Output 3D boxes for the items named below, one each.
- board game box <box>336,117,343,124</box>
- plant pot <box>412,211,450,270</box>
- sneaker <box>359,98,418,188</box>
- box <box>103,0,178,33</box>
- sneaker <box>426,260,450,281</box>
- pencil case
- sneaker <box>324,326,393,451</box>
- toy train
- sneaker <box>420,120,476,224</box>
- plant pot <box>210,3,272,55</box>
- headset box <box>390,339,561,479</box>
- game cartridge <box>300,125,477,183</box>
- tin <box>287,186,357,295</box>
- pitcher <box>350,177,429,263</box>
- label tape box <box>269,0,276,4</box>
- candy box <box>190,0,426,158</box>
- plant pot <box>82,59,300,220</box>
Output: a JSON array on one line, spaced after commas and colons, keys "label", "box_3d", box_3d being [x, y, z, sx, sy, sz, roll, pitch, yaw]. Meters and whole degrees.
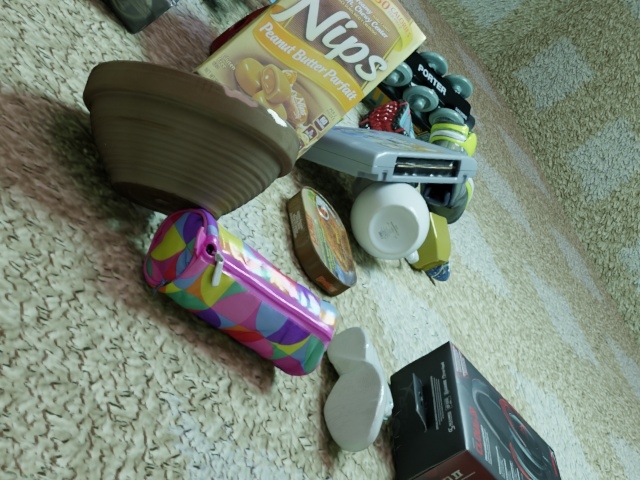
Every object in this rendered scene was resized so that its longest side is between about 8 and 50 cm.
[{"label": "board game box", "box_3d": [-0.024, -0.295, 1.869, 0.141, 0.048, 0.170, 46, 21, -30]}, {"label": "plant pot", "box_3d": [0.187, 0.007, 1.826, 0.081, 0.081, 0.083, 14, 57, -62]}, {"label": "sneaker", "box_3d": [0.147, -0.184, 2.052, 0.262, 0.104, 0.125, -87, 155, -54]}, {"label": "box", "box_3d": [-0.267, -0.516, 1.450, 0.318, 0.097, 0.395, 50, 38, -20]}, {"label": "sneaker", "box_3d": [0.207, 0.018, 1.891, 0.058, 0.052, 0.135, 28, 33, -59]}, {"label": "pencil case", "box_3d": [-0.081, 0.058, 1.090, 0.236, 0.104, 0.104, 37, 26, -39]}, {"label": "sneaker", "box_3d": [0.058, 0.194, 1.238, 0.094, 0.080, 0.212, 59, 15, -24]}, {"label": "toy train", "box_3d": [0.183, -0.324, 2.193, 0.334, 0.190, 0.142, 37, 55, -32]}, {"label": "sneaker", "box_3d": [0.236, -0.108, 2.010, 0.300, 0.111, 0.121, 76, 34, -59]}, {"label": "plant pot", "box_3d": [-0.049, -0.288, 1.619, 0.191, 0.174, 0.191, 48, 19, -22]}, {"label": "headset box", "box_3d": [0.205, 0.291, 1.351, 0.293, 0.110, 0.218, 46, 22, -23]}, {"label": "game cartridge", "box_3d": [0.101, -0.143, 1.694, 0.198, 0.062, 0.297, 27, 19, 36]}, {"label": "tin", "box_3d": [0.000, 0.000, 1.465, 0.106, 0.040, 0.190, 45, 21, -36]}, {"label": "pitcher", "box_3d": [0.122, -0.022, 1.673, 0.178, 0.125, 0.207, 57, 7, -14]}, {"label": "label tape box", "box_3d": [-0.187, -0.524, 1.775, 0.348, 0.115, 0.249, 55, 19, -14]}, {"label": "candy box", "box_3d": [-0.020, -0.257, 1.458, 0.183, 0.316, 0.087, 50, -20, -13]}, {"label": "plant pot", "box_3d": [-0.148, -0.088, 1.085, 0.237, 0.237, 0.110, 31, 72, -49]}]
